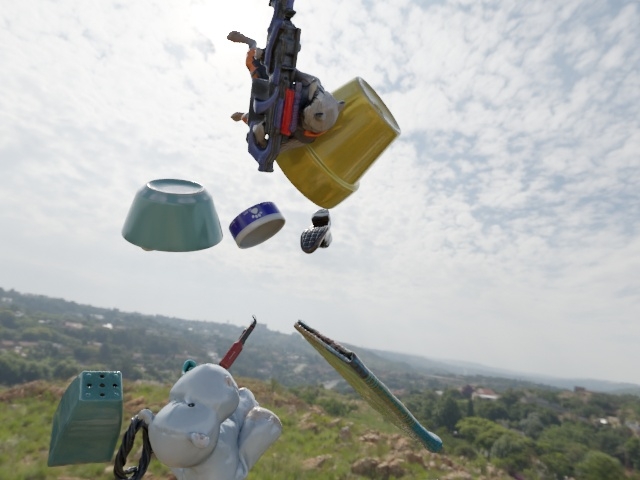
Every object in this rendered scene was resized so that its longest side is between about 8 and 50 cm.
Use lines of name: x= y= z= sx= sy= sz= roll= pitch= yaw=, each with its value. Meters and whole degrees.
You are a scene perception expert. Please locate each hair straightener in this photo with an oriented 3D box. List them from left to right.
hair straightener: x=-0.309 y=0.383 z=1.613 sx=0.047 sy=0.230 sz=0.089 roll=32 pitch=-30 yaw=-7

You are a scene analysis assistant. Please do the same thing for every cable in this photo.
cable: x=-0.477 y=0.531 z=1.089 sx=0.047 sy=0.184 sz=0.150 roll=11 pitch=31 yaw=14

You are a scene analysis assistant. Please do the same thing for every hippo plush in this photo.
hippo plush: x=-0.238 y=0.357 z=0.782 sx=0.235 sy=0.294 sz=0.236 roll=2 pitch=-49 yaw=30

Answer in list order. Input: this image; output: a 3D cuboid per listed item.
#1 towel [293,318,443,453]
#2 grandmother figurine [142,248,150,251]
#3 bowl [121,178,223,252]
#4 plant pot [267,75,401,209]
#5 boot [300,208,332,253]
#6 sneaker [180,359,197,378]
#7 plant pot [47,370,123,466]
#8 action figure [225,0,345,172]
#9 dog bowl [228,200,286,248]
towel: x=0.109 y=0.338 z=1.000 sx=0.370 sy=0.040 sz=0.272 roll=51 pitch=-18 yaw=-25
grandmother figurine: x=-0.596 y=-0.059 z=1.734 sx=0.343 sy=0.207 sz=0.104 roll=-28 pitch=-25 yaw=13
bowl: x=-0.460 y=-0.096 z=1.343 sx=0.312 sy=0.162 sz=0.311 roll=8 pitch=20 yaw=-3
plant pot: x=0.046 y=-0.239 z=0.996 sx=0.239 sy=0.253 sz=0.254 roll=-35 pitch=-34 yaw=24
boot: x=0.000 y=0.000 z=1.297 sx=0.082 sy=0.219 sz=0.106 roll=-5 pitch=-58 yaw=20
sneaker: x=-0.492 y=0.548 z=1.629 sx=0.107 sy=0.109 sz=0.275 roll=-1 pitch=9 yaw=-28
plant pot: x=-0.661 y=0.498 z=1.230 sx=0.166 sy=0.234 sz=0.165 roll=14 pitch=24 yaw=-34
action figure: x=-0.071 y=-0.326 z=0.858 sx=0.179 sy=0.341 sz=0.330 roll=-10 pitch=38 yaw=-40
dog bowl: x=-0.304 y=-0.073 z=2.052 sx=0.265 sy=0.104 sz=0.265 roll=-30 pitch=-13 yaw=-8
